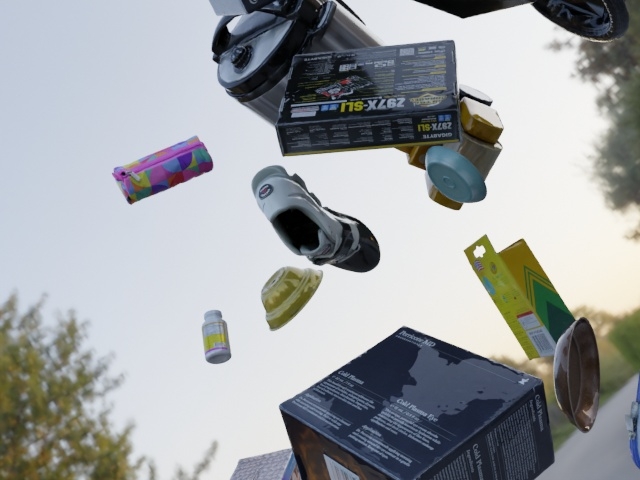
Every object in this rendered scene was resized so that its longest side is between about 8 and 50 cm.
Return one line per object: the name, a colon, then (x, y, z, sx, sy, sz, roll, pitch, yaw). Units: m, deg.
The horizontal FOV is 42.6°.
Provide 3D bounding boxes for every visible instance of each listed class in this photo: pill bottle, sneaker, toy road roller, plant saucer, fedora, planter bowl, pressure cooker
pill bottle: (-0.170, 0.156, 1.335, 0.043, 0.083, 0.043, -9, -33, -6)
sneaker: (0.000, 0.000, 1.584, 0.331, 0.146, 0.122, 33, -65, -33)
toy road roller: (0.247, -0.238, 1.818, 0.329, 0.241, 0.202, -90, 21, -62)
plant saucer: (0.209, -0.098, 1.303, 0.021, 0.119, 0.119, -46, -15, -18)
fedora: (0.632, -0.636, 1.980, 0.152, 0.334, 0.334, -50, -18, -5)
plant saucer: (0.443, 0.232, 1.423, 0.036, 0.198, 0.199, -3, 2, 34)
planter bowl: (-0.098, 0.135, 2.224, 0.217, 0.090, 0.217, -45, 13, 14)
pressure cooker: (-0.062, -0.470, 2.115, 0.420, 0.375, 0.370, 32, -70, -32)

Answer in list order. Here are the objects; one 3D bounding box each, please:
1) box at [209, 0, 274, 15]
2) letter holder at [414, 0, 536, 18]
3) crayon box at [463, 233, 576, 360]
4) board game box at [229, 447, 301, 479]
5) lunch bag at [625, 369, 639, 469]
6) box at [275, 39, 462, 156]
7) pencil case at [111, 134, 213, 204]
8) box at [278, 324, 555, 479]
box: (-0.080, -0.559, 1.519, 0.294, 0.182, 0.296, -31, 22, -7)
letter holder: (0.196, -0.498, 1.287, 0.302, 0.214, 0.152, 3, -2, -43)
crayon box: (0.475, 0.122, 1.945, 0.081, 0.318, 0.202, -30, -7, -11)
board game box: (-0.099, 0.651, 1.810, 0.141, 0.290, 0.232, -16, 12, 14)
lunch bag: (0.582, 0.242, 1.157, 0.304, 0.243, 0.115, 3, 7, -12)
box: (0.094, -0.266, 1.513, 0.322, 0.257, 0.079, -4, -48, 10)
pencil case: (-0.372, -0.167, 1.940, 0.236, 0.104, 0.104, -26, -21, -20)
box: (0.163, 0.332, 1.411, 0.313, 0.343, 0.178, -29, -63, -29)
